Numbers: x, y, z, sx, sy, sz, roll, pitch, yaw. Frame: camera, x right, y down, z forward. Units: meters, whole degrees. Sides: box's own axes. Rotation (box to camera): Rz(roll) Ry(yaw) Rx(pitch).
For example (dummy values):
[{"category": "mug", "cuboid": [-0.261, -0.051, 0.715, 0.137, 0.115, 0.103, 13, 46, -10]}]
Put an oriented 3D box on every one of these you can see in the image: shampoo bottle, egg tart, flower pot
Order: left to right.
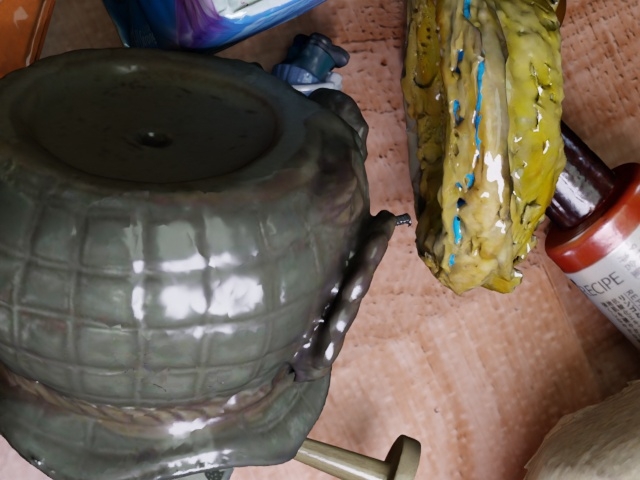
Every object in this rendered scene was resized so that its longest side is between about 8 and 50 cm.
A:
[{"category": "flower pot", "cuboid": [-0.098, 0.007, 1.136, 0.302, 0.302, 0.213, -5, 123, -18]}, {"category": "egg tart", "cuboid": [0.121, -0.098, 1.224, 0.107, 0.291, 0.290, -3, 88, -4]}, {"category": "shampoo bottle", "cuboid": [0.252, 0.013, 1.363, 0.278, 0.104, 0.104, 45, 76, -11]}]

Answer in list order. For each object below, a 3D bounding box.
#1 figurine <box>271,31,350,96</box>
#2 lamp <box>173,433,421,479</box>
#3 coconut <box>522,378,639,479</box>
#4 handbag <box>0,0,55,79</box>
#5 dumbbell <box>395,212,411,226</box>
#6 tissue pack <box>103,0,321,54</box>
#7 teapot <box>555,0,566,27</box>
[{"category": "figurine", "cuboid": [-0.032, -0.096, 1.293, 0.079, 0.077, 0.136, 27, 76, -35]}, {"category": "lamp", "cuboid": [-0.040, 0.146, 1.252, 0.215, 0.121, 0.121, 21, 81, -5]}, {"category": "coconut", "cuboid": [0.278, 0.292, 1.245, 0.346, 0.346, 0.360, 19, 102, -16]}, {"category": "handbag", "cuboid": [-0.359, -0.284, 1.180, 0.410, 0.116, 0.303, 17, 86, -16]}, {"category": "dumbbell", "cuboid": [0.000, 0.000, 1.301, 0.147, 0.069, 0.069, -15, 92, -18]}, {"category": "tissue pack", "cuboid": [-0.043, -0.226, 1.195, 0.198, 0.263, 0.146, -28, 95, -17]}, {"category": "teapot", "cuboid": [0.139, -0.193, 1.355, 0.129, 0.078, 0.098, 25, 36, -17]}]
